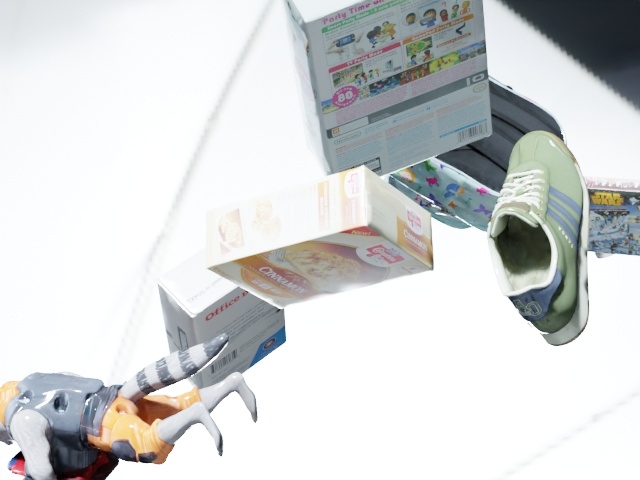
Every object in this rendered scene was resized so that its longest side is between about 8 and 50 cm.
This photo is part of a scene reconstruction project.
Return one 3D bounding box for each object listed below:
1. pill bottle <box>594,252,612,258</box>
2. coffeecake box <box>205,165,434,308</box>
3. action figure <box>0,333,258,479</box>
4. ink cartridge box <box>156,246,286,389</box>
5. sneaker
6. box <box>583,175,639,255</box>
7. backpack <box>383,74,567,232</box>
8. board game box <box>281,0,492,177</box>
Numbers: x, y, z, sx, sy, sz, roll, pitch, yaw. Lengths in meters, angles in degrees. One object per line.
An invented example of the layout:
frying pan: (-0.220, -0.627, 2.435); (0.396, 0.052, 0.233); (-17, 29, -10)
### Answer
pill bottle: (0.333, -0.021, 2.099); (0.043, 0.083, 0.043); (-21, 10, 4)
coffeecake box: (0.000, 0.000, 1.744); (0.185, 0.068, 0.142); (-15, -27, 28)
action figure: (-0.248, 0.193, 2.084); (0.330, 0.178, 0.341); (-5, 19, 11)
ink cartridge box: (-0.128, 0.095, 2.309); (0.148, 0.086, 0.203); (-34, -32, -23)
sneaker: (0.171, -0.017, 1.390); (0.064, 0.192, 0.086); (-20, -33, 30)
box: (0.361, -0.027, 2.013); (0.137, 0.027, 0.094); (6, -52, 21)
backpack: (0.228, -0.130, 2.572); (0.254, 0.225, 0.191); (25, -38, 5)
board game box: (0.084, -0.221, 2.115); (0.224, 0.097, 0.303); (-21, -39, -10)
